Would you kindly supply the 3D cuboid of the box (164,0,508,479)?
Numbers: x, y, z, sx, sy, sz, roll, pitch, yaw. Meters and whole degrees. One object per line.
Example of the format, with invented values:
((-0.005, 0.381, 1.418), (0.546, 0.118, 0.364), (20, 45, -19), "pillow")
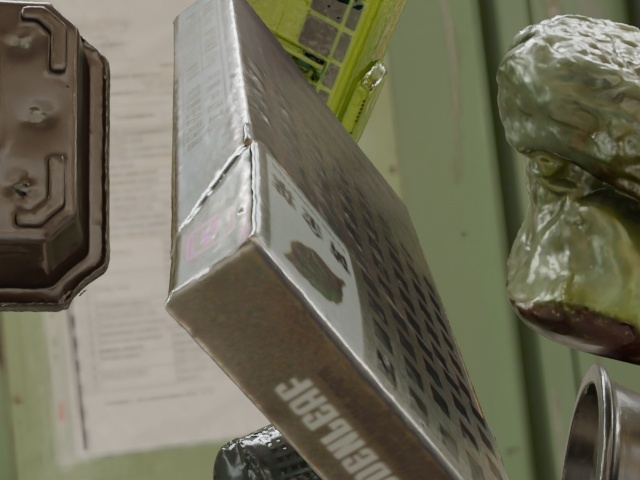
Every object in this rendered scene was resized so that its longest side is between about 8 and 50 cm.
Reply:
((0.001, 0.001, 0.595), (0.047, 0.180, 0.325), (-34, 25, 10), "box")

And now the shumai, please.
((0.275, -0.031, 1.128), (0.309, 0.263, 0.304), (29, 23, 19), "shumai")

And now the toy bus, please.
((-0.008, -0.182, 1.168), (0.150, 0.262, 0.128), (29, 40, 8), "toy bus")

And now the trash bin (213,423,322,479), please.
((-0.025, 0.267, 1.447), (0.161, 0.175, 0.175), (-9, -2, -37), "trash bin")

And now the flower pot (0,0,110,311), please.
((-0.242, -0.078, 0.953), (0.179, 0.251, 0.084), (1, -25, -13), "flower pot")

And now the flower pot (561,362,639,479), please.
((0.308, 0.239, 1.198), (0.148, 0.235, 0.235), (7, -3, 4), "flower pot")
